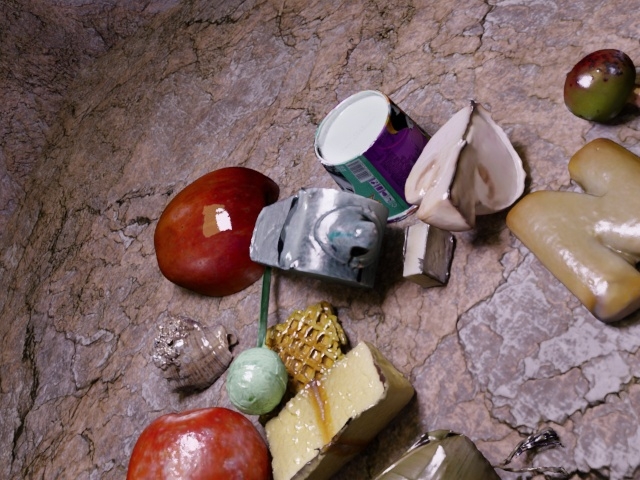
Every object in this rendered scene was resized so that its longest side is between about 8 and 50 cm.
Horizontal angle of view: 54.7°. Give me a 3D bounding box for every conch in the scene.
[{"bbox_3d":[-0.307,0.261,1.450,0.245,0.163,0.178,-11,85,17],"label":"conch"}]

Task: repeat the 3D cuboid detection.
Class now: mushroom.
[{"bbox_3d":[0.271,-0.103,1.182,0.173,0.162,0.236,-35,29,61],"label":"mushroom"}]

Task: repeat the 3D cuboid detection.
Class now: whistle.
[{"bbox_3d":[-0.028,-0.008,1.283,0.404,0.188,0.168,7,80,35],"label":"whistle"}]

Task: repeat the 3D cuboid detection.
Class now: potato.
[{"bbox_3d":[0.202,0.026,1.175,0.061,0.086,0.122,-22,48,49],"label":"potato"}]

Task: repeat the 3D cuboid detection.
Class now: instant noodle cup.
[{"bbox_3d":[0.115,-0.188,1.330,0.251,0.190,0.251,-24,47,28],"label":"instant noodle cup"}]

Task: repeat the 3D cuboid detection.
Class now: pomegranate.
[{"bbox_3d":[0.507,-0.269,1.079,0.159,0.129,0.129,7,66,45],"label":"pomegranate"}]

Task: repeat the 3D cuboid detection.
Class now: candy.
[{"bbox_3d":[-0.118,0.174,1.298,0.119,0.119,0.440,-31,30,21],"label":"candy"}]

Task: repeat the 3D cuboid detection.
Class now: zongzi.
[{"bbox_3d":[0.110,0.414,0.941,0.447,0.181,0.418,-46,6,-24],"label":"zongzi"}]

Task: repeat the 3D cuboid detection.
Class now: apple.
[{"bbox_3d":[-0.265,-0.024,1.617,0.364,0.295,0.329,-21,10,29],"label":"apple"}]

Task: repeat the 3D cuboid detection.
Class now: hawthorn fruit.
[{"bbox_3d":[-0.213,0.439,1.112,0.284,0.284,0.284,-24,46,28],"label":"hawthorn fruit"}]

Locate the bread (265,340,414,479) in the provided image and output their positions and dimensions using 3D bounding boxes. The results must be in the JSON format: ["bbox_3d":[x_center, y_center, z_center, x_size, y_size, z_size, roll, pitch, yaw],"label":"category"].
[{"bbox_3d":[0.032,0.315,1.070,0.266,0.142,0.178,-47,9,10],"label":"bread"}]

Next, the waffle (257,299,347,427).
[{"bbox_3d":[-0.045,0.246,1.257,0.245,0.052,0.254,-35,41,20],"label":"waffle"}]

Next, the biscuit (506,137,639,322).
[{"bbox_3d":[0.456,-0.030,0.994,0.237,0.062,0.291,-41,39,12],"label":"biscuit"}]
